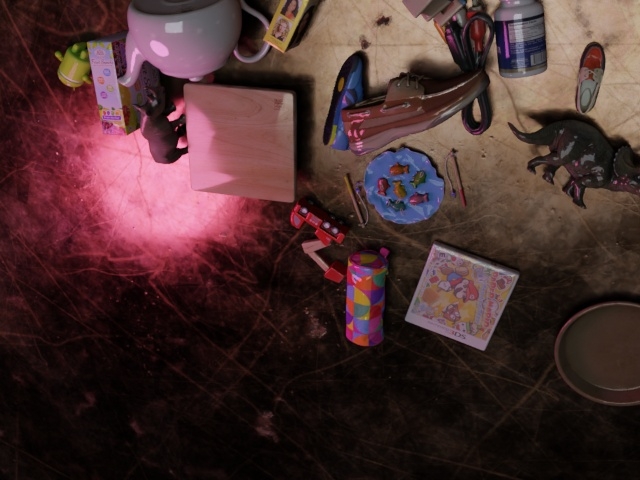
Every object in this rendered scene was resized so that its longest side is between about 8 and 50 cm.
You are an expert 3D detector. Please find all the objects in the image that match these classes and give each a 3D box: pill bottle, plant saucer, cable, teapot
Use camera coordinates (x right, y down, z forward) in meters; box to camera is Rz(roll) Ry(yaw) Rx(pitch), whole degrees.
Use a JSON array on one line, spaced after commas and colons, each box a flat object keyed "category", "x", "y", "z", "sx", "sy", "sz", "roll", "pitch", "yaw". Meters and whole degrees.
[{"category": "pill bottle", "x": 0.384, "y": -0.406, "z": 1.419, "sx": 0.094, "sy": 0.094, "sz": 0.169, "roll": -3, "pitch": 113, "yaw": 20}, {"category": "plant saucer", "x": 0.677, "y": 0.253, "z": 1.674, "sx": 0.278, "sy": 0.041, "sz": 0.277, "roll": 7, "pitch": 116, "yaw": 15}, {"category": "cable", "x": 0.316, "y": -0.355, "z": 1.482, "sx": 0.140, "sy": 0.072, "sz": 0.287, "roll": 1, "pitch": 125, "yaw": 45}, {"category": "teapot", "x": -0.272, "y": -0.428, "z": 1.559, "sx": 0.256, "sy": 0.252, "sz": 0.187, "roll": 13, "pitch": 133, "yaw": 25}]

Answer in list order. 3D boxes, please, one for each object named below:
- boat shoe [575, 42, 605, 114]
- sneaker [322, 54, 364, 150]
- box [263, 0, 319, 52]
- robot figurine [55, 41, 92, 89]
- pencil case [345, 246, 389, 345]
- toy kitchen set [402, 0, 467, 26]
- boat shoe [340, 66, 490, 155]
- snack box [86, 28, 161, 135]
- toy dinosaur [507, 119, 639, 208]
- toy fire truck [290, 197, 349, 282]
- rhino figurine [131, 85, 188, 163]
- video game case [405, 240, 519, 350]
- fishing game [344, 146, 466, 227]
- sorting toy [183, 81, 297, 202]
[{"category": "boat shoe", "x": 0.528, "y": -0.316, "z": 1.446, "sx": 0.049, "sy": 0.043, "sz": 0.137, "roll": 11, "pitch": 117, "yaw": 15}, {"category": "sneaker", "x": 0.068, "y": -0.297, "z": 1.603, "sx": 0.082, "sy": 0.069, "sz": 0.209, "roll": 7, "pitch": 113, "yaw": -18}, {"category": "box", "x": -0.035, "y": -0.506, "z": 1.516, "sx": 0.058, "sy": 0.087, "sz": 0.232, "roll": 32, "pitch": 121, "yaw": 4}, {"category": "robot figurine", "x": -0.580, "y": -0.414, "z": 1.749, "sx": 0.101, "sy": 0.067, "sz": 0.115, "roll": 39, "pitch": 121, "yaw": 0}, {"category": "pencil case", "x": 0.114, "y": 0.137, "z": 1.771, "sx": 0.105, "sy": 0.104, "sz": 0.236, "roll": 11, "pitch": 118, "yaw": 13}, {"category": "toy kitchen set", "x": 0.188, "y": -0.517, "z": 1.354, "sx": 0.122, "sy": 0.166, "sz": 0.207, "roll": -42, "pitch": 75, "yaw": 29}, {"category": "boat shoe", "x": 0.178, "y": -0.278, "z": 1.484, "sx": 0.324, "sy": 0.123, "sz": 0.116, "roll": -21, "pitch": 105, "yaw": 28}, {"category": "snack box", "x": -0.434, "y": -0.361, "z": 1.664, "sx": 0.070, "sy": 0.174, "sz": 0.207, "roll": 6, "pitch": 116, "yaw": 17}, {"category": "toy dinosaur", "x": 0.523, "y": -0.172, "z": 1.495, "sx": 0.314, "sy": 0.121, "sz": 0.160, "roll": 37, "pitch": 108, "yaw": 4}, {"category": "toy fire truck", "x": 0.000, "y": 0.000, "z": 1.770, "sx": 0.192, "sy": 0.047, "sz": 0.135, "roll": 33, "pitch": 122, "yaw": 2}, {"category": "rhino figurine", "x": -0.361, "y": -0.262, "z": 1.675, "sx": 0.073, "sy": 0.106, "sz": 0.243, "roll": 40, "pitch": 160, "yaw": 25}, {"category": "video game case", "x": 0.329, "y": 0.133, "z": 1.738, "sx": 0.206, "sy": 0.026, "sz": 0.226, "roll": 21, "pitch": 119, "yaw": 8}, {"category": "fishing game", "x": 0.186, "y": -0.118, "z": 1.657, "sx": 0.264, "sy": 0.041, "sz": 0.189, "roll": -8, "pitch": 115, "yaw": 21}, {"category": "sorting toy", "x": -0.170, "y": -0.234, "z": 1.689, "sx": 0.257, "sy": 0.089, "sz": 0.255, "roll": 8, "pitch": 117, "yaw": 14}]
